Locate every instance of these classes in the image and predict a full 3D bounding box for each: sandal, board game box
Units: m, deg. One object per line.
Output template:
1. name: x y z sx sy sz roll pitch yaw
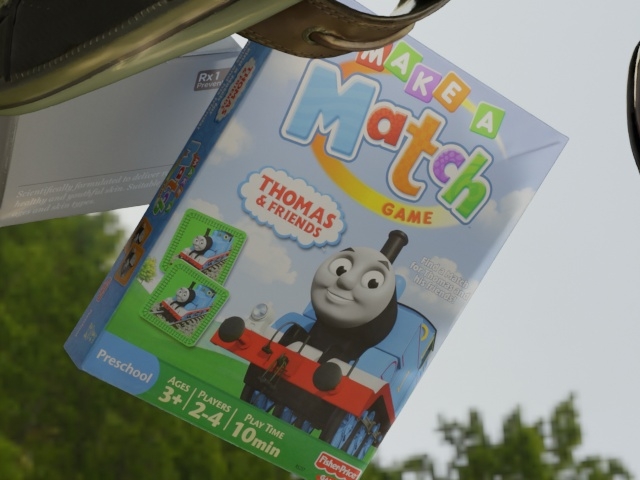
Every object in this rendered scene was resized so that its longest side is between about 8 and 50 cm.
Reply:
1. sandal: -0.008 -0.119 0.650 0.086 0.303 0.120 45 35 -56
2. board game box: 0.000 0.000 0.825 0.211 0.160 0.039 -59 -155 3

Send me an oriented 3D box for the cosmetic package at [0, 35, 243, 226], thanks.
1. cosmetic package: -0.156 -0.120 0.900 0.238 0.127 0.107 54 -42 35

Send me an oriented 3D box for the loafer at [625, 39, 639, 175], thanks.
1. loafer: 0.253 -0.025 0.975 0.095 0.109 0.302 108 -21 -55
